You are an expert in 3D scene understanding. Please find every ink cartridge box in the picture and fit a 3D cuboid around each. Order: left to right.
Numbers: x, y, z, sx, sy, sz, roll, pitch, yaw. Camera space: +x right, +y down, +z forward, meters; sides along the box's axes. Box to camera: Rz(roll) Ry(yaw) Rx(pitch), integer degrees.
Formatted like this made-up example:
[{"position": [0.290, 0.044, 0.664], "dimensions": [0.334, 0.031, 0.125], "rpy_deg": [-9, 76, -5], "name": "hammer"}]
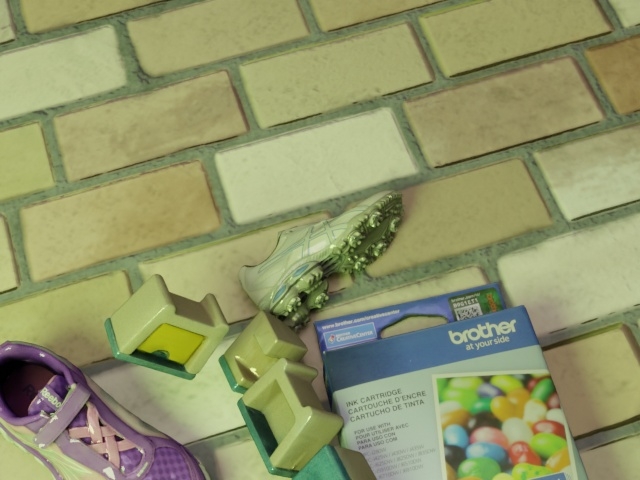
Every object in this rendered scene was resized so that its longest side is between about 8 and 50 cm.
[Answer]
[{"position": [0.113, 0.174, 0.946], "dimensions": [0.185, 0.065, 0.311], "rpy_deg": [-12, 58, -5], "name": "ink cartridge box"}]

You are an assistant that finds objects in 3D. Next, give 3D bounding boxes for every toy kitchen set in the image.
[{"position": [-0.079, 0.153, 0.904], "dimensions": [0.122, 0.166, 0.207], "rpy_deg": [-50, 43, 18], "name": "toy kitchen set"}]

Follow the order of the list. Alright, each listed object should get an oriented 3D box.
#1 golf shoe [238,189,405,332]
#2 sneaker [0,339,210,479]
[{"position": [0.000, 0.000, 1.050], "dimensions": [0.176, 0.069, 0.086], "rpy_deg": [-39, 54, -23], "name": "golf shoe"}, {"position": [-0.196, 0.159, 0.941], "dimensions": [0.236, 0.104, 0.095], "rpy_deg": [32, 64, 18], "name": "sneaker"}]
